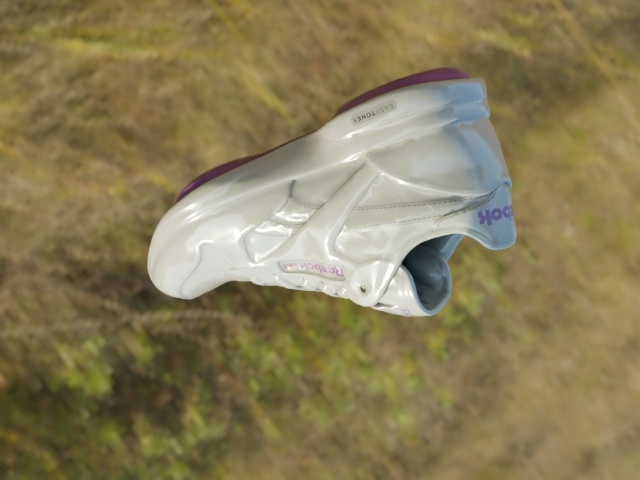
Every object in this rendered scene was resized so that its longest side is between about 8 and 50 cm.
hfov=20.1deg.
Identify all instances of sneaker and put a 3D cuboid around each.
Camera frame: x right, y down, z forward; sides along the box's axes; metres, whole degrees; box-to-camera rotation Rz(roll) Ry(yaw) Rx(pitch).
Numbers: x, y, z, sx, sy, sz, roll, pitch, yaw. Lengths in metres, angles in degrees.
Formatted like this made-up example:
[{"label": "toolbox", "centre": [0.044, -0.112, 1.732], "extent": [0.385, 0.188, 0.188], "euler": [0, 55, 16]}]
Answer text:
[{"label": "sneaker", "centre": [0.000, 0.000, 1.234], "extent": [0.305, 0.152, 0.114], "euler": [-25, 173, 37]}]
